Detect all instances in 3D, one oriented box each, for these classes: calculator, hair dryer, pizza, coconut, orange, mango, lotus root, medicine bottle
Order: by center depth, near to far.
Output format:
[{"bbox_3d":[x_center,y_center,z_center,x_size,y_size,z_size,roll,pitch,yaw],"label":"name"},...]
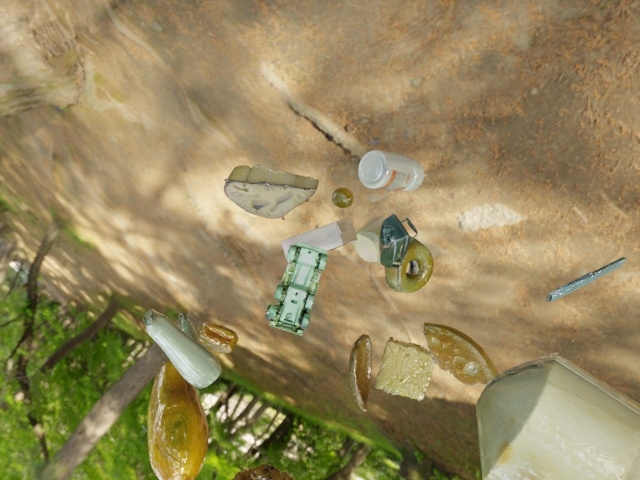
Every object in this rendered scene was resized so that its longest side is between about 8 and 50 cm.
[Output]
[{"bbox_3d":[0.442,0.369,0.863,0.323,0.323,0.322,33,150,22],"label":"coconut"},{"bbox_3d":[0.568,0.086,0.999,0.018,0.172,0.057,65,-170,24],"label":"calculator"},{"bbox_3d":[-0.316,0.200,1.042,0.206,0.075,0.237,56,175,-24],"label":"hair dryer"},{"bbox_3d":[-0.374,0.466,1.208,0.186,0.144,0.359,-63,32,22],"label":"mango"},{"bbox_3d":[-0.147,-0.136,1.349,0.261,0.074,0.170,12,140,-3],"label":"lotus root"},{"bbox_3d":[0.409,0.339,1.376,0.271,0.056,0.134,27,114,36],"label":"pizza"},{"bbox_3d":[0.267,-0.253,1.718,0.145,0.252,0.144,5,97,44],"label":"medicine bottle"},{"bbox_3d":[0.090,-0.170,1.873,0.095,0.085,0.085,34,153,47],"label":"orange"},{"bbox_3d":[0.321,-0.012,2.524,0.239,0.244,0.239,33,142,30],"label":"coconut"}]

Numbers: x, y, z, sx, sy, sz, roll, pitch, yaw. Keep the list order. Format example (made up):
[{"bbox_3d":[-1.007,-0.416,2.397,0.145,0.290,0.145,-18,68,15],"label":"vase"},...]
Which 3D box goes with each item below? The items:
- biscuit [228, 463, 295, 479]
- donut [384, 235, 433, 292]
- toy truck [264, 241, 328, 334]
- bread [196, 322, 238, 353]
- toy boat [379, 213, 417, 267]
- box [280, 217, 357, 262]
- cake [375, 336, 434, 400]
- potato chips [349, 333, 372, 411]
[{"bbox_3d":[-0.156,0.704,1.085,0.289,0.334,0.081,41,145,2],"label":"biscuit"},{"bbox_3d":[0.414,0.123,2.145,0.272,0.272,0.107,59,165,-25],"label":"donut"},{"bbox_3d":[-0.068,0.140,1.402,0.129,0.259,0.135,16,176,2],"label":"toy truck"},{"bbox_3d":[-0.358,0.324,1.569,0.139,0.077,0.271,30,160,-8],"label":"bread"},{"bbox_3d":[0.225,0.016,1.405,0.246,0.103,0.092,87,157,-58],"label":"toy boat"},{"bbox_3d":[0.000,0.000,1.869,0.252,0.203,0.106,-20,91,21],"label":"box"},{"bbox_3d":[0.383,0.568,2.068,0.223,0.227,0.286,16,175,15],"label":"cake"},{"bbox_3d":[0.100,0.335,1.198,0.049,0.150,0.201,3,120,14],"label":"potato chips"}]
